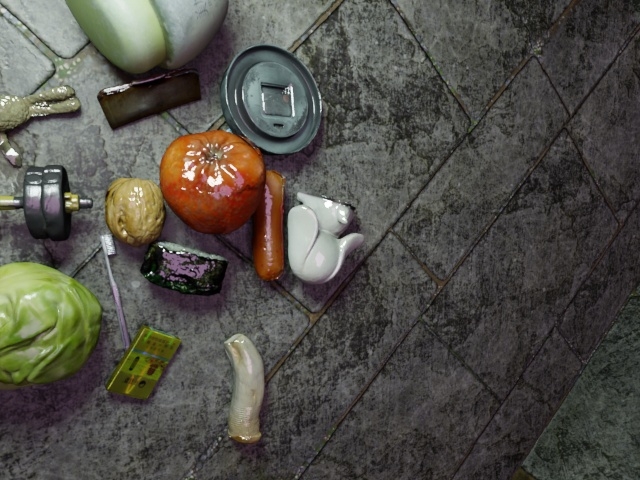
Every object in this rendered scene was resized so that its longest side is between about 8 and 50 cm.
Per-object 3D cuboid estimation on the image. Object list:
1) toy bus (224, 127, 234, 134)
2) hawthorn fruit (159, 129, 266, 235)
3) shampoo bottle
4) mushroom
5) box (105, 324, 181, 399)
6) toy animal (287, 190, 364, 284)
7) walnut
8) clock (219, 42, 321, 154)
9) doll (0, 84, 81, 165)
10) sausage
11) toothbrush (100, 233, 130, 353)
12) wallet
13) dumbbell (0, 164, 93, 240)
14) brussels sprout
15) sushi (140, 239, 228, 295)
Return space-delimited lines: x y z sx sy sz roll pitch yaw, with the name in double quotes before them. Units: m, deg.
"toy bus" -0.235 -0.267 1.233 0.075 0.060 0.123 -40 111 -13
"hawthorn fruit" -0.278 -0.126 1.143 0.276 0.276 0.307 -16 138 -22
"shampoo bottle" -0.387 -0.566 0.977 0.317 0.322 0.322 -47 114 -25
"mushroom" -0.233 0.460 1.325 0.123 0.095 0.351 -2 97 -7
"box" -0.496 0.344 1.204 0.121 0.030 0.193 35 82 -39
"toy animal" 0.016 -0.010 1.325 0.249 0.174 0.289 -4 98 -24
"walnut" -0.474 -0.070 1.102 0.156 0.155 0.184 1 101 -25
"clock" -0.136 -0.396 1.223 0.313 0.061 0.312 1 88 -35
"doll" -0.729 -0.303 0.985 0.286 0.091 0.202 -41 146 -3
"sausage" -0.158 -0.044 1.283 0.102 0.102 0.330 -2 99 -25
"toothbrush" -0.549 0.155 1.168 0.029 0.024 0.353 -11 102 -22
"wallet" -0.428 -0.370 1.096 0.255 0.137 0.031 -26 76 -20
"dumbbell" -0.731 -0.085 0.961 0.389 0.185 0.185 -3 99 -25
"brussels sprout" -0.684 0.200 0.996 0.328 0.247 0.327 -3 97 -28
"sushi" -0.373 0.080 1.184 0.225 0.124 0.127 18 90 -26
